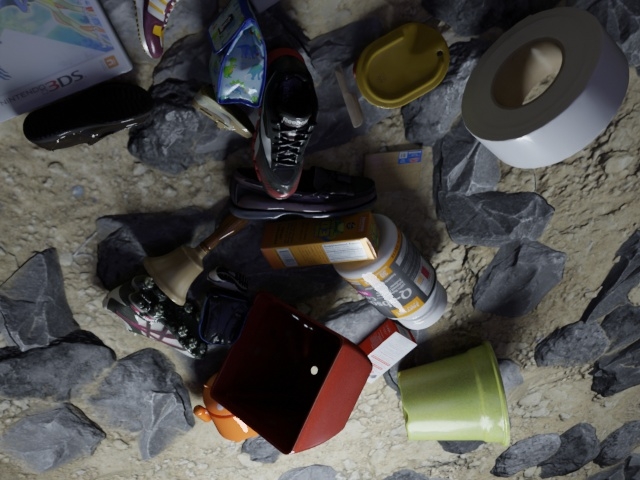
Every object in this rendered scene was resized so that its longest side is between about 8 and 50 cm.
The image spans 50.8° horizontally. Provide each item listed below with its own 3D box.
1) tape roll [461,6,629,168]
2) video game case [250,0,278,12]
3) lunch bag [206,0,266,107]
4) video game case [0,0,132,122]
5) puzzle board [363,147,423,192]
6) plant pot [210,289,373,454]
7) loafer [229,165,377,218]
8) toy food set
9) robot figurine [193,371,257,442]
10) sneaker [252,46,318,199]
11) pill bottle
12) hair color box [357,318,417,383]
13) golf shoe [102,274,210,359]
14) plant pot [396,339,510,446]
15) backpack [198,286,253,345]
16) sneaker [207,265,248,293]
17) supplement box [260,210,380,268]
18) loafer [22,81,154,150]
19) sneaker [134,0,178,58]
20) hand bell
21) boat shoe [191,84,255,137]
[{"bbox_3d":[0.399,-0.277,1.220,0.100,0.286,0.286,31,113,-33],"label":"tape roll"},{"bbox_3d":[-0.072,-0.501,1.066,0.193,0.023,0.212,-31,129,7],"label":"video game case"},{"bbox_3d":[-0.137,-0.318,1.119,0.096,0.129,0.151,3,126,-20],"label":"lunch bag"},{"bbox_3d":[-0.501,-0.355,1.036,0.299,0.036,0.329,-22,130,0],"label":"video game case"},{"bbox_3d":[0.151,-0.146,1.418,0.128,0.011,0.096,-8,127,-12],"label":"puzzle board"},{"bbox_3d":[-0.039,0.304,1.523,0.235,0.267,0.267,28,88,-52],"label":"plant pot"},{"bbox_3d":[-0.031,-0.105,1.336,0.302,0.109,0.095,-5,124,-10],"label":"loafer"},{"bbox_3d":[0.129,-0.315,1.252,0.217,0.071,0.128,-28,106,2],"label":"toy food set"},{"bbox_3d":[-0.215,0.405,1.653,0.158,0.128,0.220,8,135,25],"label":"robot figurine"},{"bbox_3d":[-0.063,-0.196,1.199,0.097,0.135,0.276,-2,113,-17],"label":"sneaker"},{"bbox_3d":[0.161,0.077,1.497,0.162,0.162,0.278,-37,128,12],"label":"pill bottle"},{"bbox_3d":[0.153,0.285,1.724,0.167,0.053,0.093,-44,128,16],"label":"hair color box"},{"bbox_3d":[-0.348,0.174,1.470,0.120,0.105,0.273,-18,133,25],"label":"golf shoe"},{"bbox_3d":[0.339,0.417,1.776,0.253,0.276,0.276,-9,130,5],"label":"plant pot"},{"bbox_3d":[-0.214,0.168,1.482,0.104,0.084,0.114,16,98,-14],"label":"backpack"},{"bbox_3d":[-0.202,0.087,1.476,0.043,0.040,0.109,-17,143,35],"label":"sneaker"},{"bbox_3d":[0.000,0.000,1.381,0.233,0.078,0.080,-5,139,18],"label":"supplement box"},{"bbox_3d":[-0.395,-0.211,1.166,0.219,0.080,0.078,-15,163,-8],"label":"loafer"},{"bbox_3d":[-0.252,-0.379,1.073,0.083,0.070,0.186,-4,129,-8],"label":"sneaker"},{"bbox_3d":[-0.228,0.009,1.376,0.242,0.126,0.126,-39,129,-1],"label":"hand bell"},{"bbox_3d":[-0.177,-0.229,1.232,0.045,0.050,0.135,-35,127,25],"label":"boat shoe"}]
